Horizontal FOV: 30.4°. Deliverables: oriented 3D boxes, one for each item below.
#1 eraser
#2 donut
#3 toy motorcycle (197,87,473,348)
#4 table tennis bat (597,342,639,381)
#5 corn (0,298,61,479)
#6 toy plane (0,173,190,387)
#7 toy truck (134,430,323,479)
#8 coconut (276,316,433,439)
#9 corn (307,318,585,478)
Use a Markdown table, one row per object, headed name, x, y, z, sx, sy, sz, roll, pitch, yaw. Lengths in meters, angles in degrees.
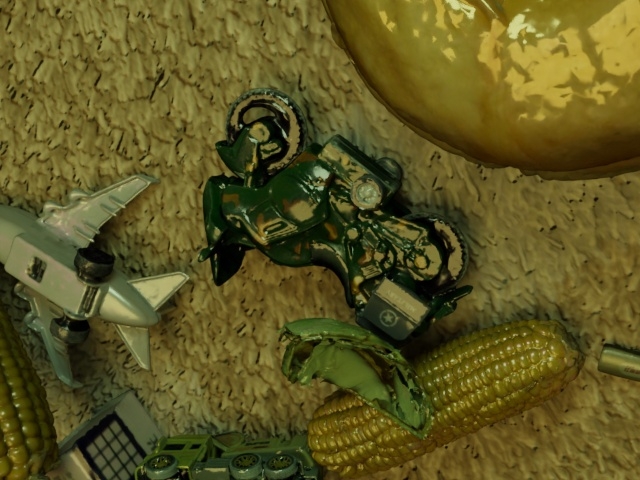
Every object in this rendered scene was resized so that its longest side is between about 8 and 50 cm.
| name | x | y | z | sx | sy | sz | roll | pitch | yaw |
| --- | --- | --- | --- | --- | --- | --- | --- | --- | --- |
| eraser | -0.181 | 0.319 | 1.294 | 0.086 | 0.130 | 0.287 | -29 | 100 | 33 |
| donut | 0.176 | -0.255 | 0.836 | 0.449 | 0.198 | 0.448 | 10 | 114 | 23 |
| toy motorcycle | 0.000 | 0.000 | 1.080 | 0.275 | 0.125 | 0.187 | 36 | 112 | 5 |
| table tennis bat | 0.363 | 0.135 | 1.039 | 0.235 | 0.022 | 0.131 | 14 | 118 | 16 |
| corn | -0.388 | 0.103 | 1.223 | 0.144 | 0.144 | 0.387 | -42 | 69 | 32 |
| toy plane | -0.265 | 0.028 | 1.217 | 0.255 | 0.101 | 0.251 | 28 | 108 | 10 |
| toy truck | -0.086 | 0.242 | 1.228 | 0.191 | 0.116 | 0.085 | -4 | 110 | 15 |
| coconut | 0.026 | 0.110 | 1.044 | 0.133 | 0.055 | 0.158 | 3 | 144 | 49 |
| corn | 0.113 | 0.149 | 1.112 | 0.292 | 0.101 | 0.101 | -25 | 101 | 28 |
